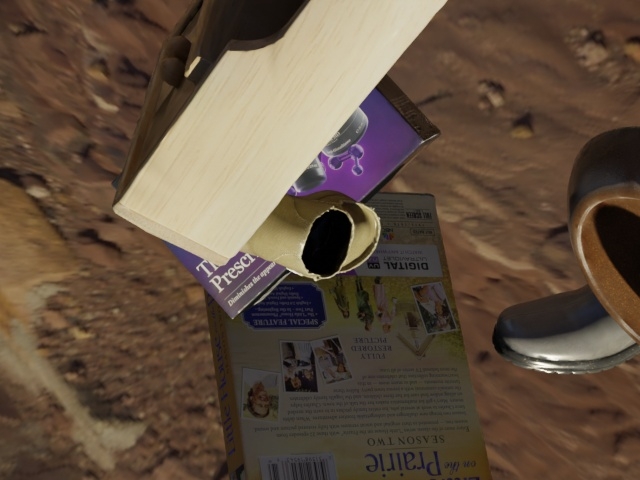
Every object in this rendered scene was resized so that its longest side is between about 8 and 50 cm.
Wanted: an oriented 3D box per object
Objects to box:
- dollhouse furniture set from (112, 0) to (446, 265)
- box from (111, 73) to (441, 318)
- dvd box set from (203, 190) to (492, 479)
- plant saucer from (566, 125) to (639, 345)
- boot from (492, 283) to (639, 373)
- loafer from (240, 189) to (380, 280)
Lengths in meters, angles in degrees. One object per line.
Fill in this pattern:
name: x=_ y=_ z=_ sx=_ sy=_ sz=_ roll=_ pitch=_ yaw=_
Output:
dollhouse furniture set: x=-0.144 y=-0.196 z=0.667 sx=0.394 sy=0.362 sz=0.256 roll=28 pitch=130 yaw=-17
box: x=-0.044 y=-0.081 z=1.373 sx=0.261 sy=0.103 sz=0.184 roll=-43 pitch=85 yaw=17
dvd box set: x=0.027 y=0.139 z=1.631 sx=0.307 sy=0.062 sz=0.420 roll=0 pitch=65 yaw=-24
plant saucer: x=0.335 y=0.036 z=1.268 sx=0.050 sy=0.310 sz=0.310 roll=-42 pitch=91 yaw=-21
boot: x=0.352 y=0.016 z=1.555 sx=0.338 sy=0.118 sz=0.223 roll=-10 pitch=126 yaw=-12
loafer: x=0.000 y=0.000 z=0.856 sx=0.050 sy=0.148 sz=0.056 roll=27 pitch=103 yaw=28
